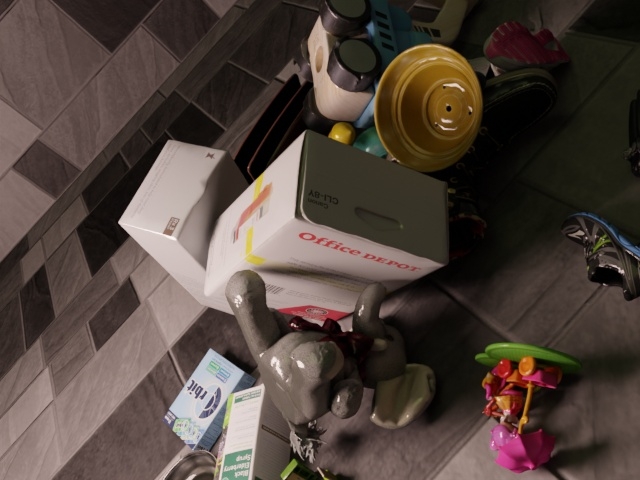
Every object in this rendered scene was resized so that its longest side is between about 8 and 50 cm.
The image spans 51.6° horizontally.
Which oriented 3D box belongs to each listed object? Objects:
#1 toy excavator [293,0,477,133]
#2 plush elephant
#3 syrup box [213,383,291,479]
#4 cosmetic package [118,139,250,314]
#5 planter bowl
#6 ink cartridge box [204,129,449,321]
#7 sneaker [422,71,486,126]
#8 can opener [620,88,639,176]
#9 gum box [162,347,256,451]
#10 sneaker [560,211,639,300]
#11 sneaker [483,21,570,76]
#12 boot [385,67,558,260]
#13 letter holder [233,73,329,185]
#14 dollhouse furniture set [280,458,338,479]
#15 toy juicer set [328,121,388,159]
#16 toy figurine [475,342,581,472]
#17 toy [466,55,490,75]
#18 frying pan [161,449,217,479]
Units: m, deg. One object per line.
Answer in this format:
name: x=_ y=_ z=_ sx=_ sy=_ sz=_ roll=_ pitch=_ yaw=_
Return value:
toy excavator: x=0.179 y=-0.449 z=1.509 sx=0.222 sy=0.446 sz=0.432 roll=130 pitch=138 yaw=-58
plush elephant: x=0.040 y=0.185 z=1.090 sx=0.256 sy=0.329 sz=0.272 roll=-28 pitch=34 yaw=-24
syrup box: x=-0.119 y=0.390 z=1.182 sx=0.093 sy=0.096 sz=0.236 roll=-23 pitch=41 yaw=30
cosmetic package: x=-0.229 y=-0.011 z=1.413 sx=0.156 sy=0.385 sz=0.217 roll=13 pitch=63 yaw=27
planter bowl: x=0.207 y=-0.232 z=1.167 sx=0.217 sy=0.090 sz=0.217 roll=10 pitch=105 yaw=39
ink cartridge box: x=0.000 y=0.000 z=1.148 sx=0.385 sy=0.279 sz=0.160 roll=-35 pitch=45 yaw=54
sneaker: x=0.244 y=-0.274 z=1.237 sx=0.144 sy=0.053 sz=0.059 roll=-33 pitch=32 yaw=35
can opener: x=0.529 y=-0.176 z=1.085 sx=0.059 sy=0.073 sz=0.186 roll=112 pitch=173 yaw=-50
gum box: x=-0.238 y=0.338 z=1.403 sx=0.157 sy=0.041 sz=0.184 roll=17 pitch=69 yaw=52
sneaker: x=0.420 y=0.021 z=0.990 sx=0.078 sy=0.067 sz=0.188 roll=-38 pitch=39 yaw=4
sneaker: x=0.382 y=-0.344 z=1.282 sx=0.111 sy=0.252 sz=0.102 roll=-41 pitch=69 yaw=40
boot: x=0.275 y=-0.129 z=1.223 sx=0.378 sy=0.138 sz=0.284 roll=-26 pitch=40 yaw=33
letter holder: x=-0.083 y=-0.272 z=1.632 sx=0.152 sy=0.214 sz=0.301 roll=28 pitch=77 yaw=20
dollhouse furniture set: x=-0.001 y=0.417 z=1.064 sx=0.076 sy=0.058 sz=0.152 roll=-50 pitch=35 yaw=-2
toy juicer set: x=0.114 y=-0.212 z=1.411 sx=0.329 sy=0.209 sz=0.089 roll=-33 pitch=46 yaw=21
toy figurine: x=0.270 y=0.239 z=0.922 sx=0.173 sy=0.130 sz=0.159 roll=-27 pitch=45 yaw=62
toy: x=0.296 y=-0.328 z=1.444 sx=0.137 sy=0.056 sz=0.237 roll=-1 pitch=34 yaw=28
frying pan: x=-0.300 y=0.532 z=1.276 sx=0.326 sy=0.053 sz=0.197 roll=-35 pitch=37 yaw=21
